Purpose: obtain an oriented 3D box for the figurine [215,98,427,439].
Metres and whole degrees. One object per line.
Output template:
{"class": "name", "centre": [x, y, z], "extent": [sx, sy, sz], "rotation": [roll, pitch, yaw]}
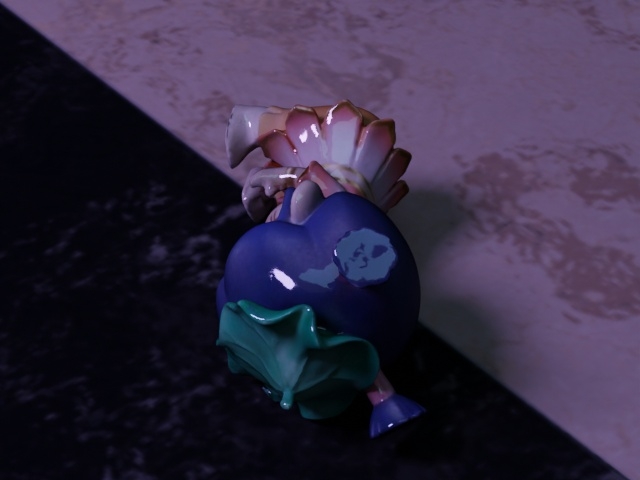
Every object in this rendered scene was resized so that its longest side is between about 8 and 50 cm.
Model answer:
{"class": "figurine", "centre": [0.000, 0.000, 0.897], "extent": [0.102, 0.111, 0.195], "rotation": [-11, 41, 13]}
